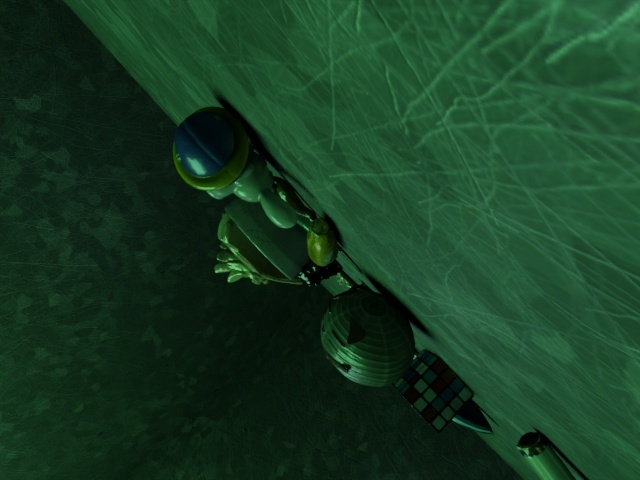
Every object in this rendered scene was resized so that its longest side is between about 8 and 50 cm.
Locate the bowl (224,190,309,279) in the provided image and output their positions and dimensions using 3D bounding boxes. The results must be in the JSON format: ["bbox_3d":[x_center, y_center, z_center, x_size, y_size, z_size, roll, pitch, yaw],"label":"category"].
[{"bbox_3d":[-0.128,-0.038,1.376,0.287,0.143,0.287,46,177,3],"label":"bowl"}]

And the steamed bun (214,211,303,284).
[{"bbox_3d":[-0.211,0.055,1.657,0.427,0.248,0.189,23,175,-40],"label":"steamed bun"}]

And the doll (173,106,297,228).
[{"bbox_3d":[-0.182,-0.132,0.978,0.311,0.159,0.243,49,174,22],"label":"doll"}]

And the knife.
[{"bbox_3d":[0.015,-0.001,1.251,0.260,0.035,0.063,40,173,1],"label":"knife"}]

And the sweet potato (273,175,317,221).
[{"bbox_3d":[-0.060,-0.088,1.098,0.153,0.038,0.041,45,171,-14],"label":"sweet potato"}]

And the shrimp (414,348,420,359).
[{"bbox_3d":[0.352,0.447,1.769,0.289,0.075,0.178,44,166,30],"label":"shrimp"}]

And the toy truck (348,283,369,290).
[{"bbox_3d":[0.152,0.239,1.433,0.208,0.126,0.113,41,173,36],"label":"toy truck"}]

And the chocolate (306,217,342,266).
[{"bbox_3d":[0.000,0.000,1.097,0.085,0.085,0.219,44,173,14],"label":"chocolate"}]

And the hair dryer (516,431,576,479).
[{"bbox_3d":[0.518,0.532,0.972,0.362,0.128,0.203,53,175,2],"label":"hair dryer"}]

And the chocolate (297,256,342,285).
[{"bbox_3d":[-0.021,0.088,1.613,0.156,0.133,0.156,46,173,8],"label":"chocolate"}]

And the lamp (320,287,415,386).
[{"bbox_3d":[0.117,0.236,1.211,0.233,0.233,0.265,50,-173,-39],"label":"lamp"}]

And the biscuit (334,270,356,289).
[{"bbox_3d":[0.075,0.134,1.743,0.133,0.032,0.250,49,175,-19],"label":"biscuit"}]

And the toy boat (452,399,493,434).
[{"bbox_3d":[0.447,0.540,1.596,0.299,0.096,0.062,35,159,26],"label":"toy boat"}]

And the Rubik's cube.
[{"bbox_3d":[0.330,0.442,1.424,0.155,0.154,0.151,46,175,-1],"label":"Rubik's cube"}]
